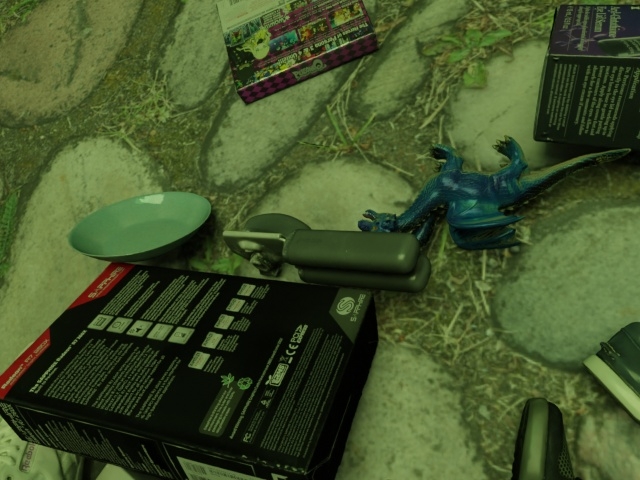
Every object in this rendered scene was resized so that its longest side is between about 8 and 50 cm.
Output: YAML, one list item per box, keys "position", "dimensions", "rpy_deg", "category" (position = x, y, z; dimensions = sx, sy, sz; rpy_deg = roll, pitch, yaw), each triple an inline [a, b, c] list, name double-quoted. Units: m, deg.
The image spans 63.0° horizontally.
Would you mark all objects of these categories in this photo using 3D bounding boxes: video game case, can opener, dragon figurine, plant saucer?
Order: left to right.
- position: [-0.248, -0.014, 0.735]
  dimensions: [0.195, 0.037, 0.195]
  rpy_deg: [-5, 29, 3]
  category: "plant saucer"
- position: [-0.045, -0.351, 0.846]
  dimensions: [0.232, 0.042, 0.210]
  rpy_deg: [-21, 63, 9]
  category: "video game case"
- position: [0.000, 0.000, 0.634]
  dimensions: [0.284, 0.076, 0.095]
  rpy_deg: [2, 55, 36]
  category: "can opener"
- position: [0.193, -0.038, 0.612]
  dimensions: [0.290, 0.085, 0.143]
  rpy_deg: [1, 69, 19]
  category: "dragon figurine"

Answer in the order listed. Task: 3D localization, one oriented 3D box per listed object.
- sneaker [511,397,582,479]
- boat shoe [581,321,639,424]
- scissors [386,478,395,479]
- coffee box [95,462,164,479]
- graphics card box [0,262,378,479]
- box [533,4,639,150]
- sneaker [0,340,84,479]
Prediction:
- position: [0.240, 0.262, 0.471]
  dimensions: [0.131, 0.087, 0.227]
  rpy_deg: [-2, 71, 15]
  category: "sneaker"
- position: [0.359, 0.183, 0.463]
  dimensions: [0.079, 0.095, 0.254]
  rpy_deg: [-45, 52, 9]
  category: "boat shoe"
- position: [0.182, 0.299, 0.424]
  dimensions: [0.297, 0.021, 0.108]
  rpy_deg: [12, 83, 23]
  category: "scissors"
- position: [-0.226, 0.405, 0.528]
  dimensions: [0.168, 0.119, 0.297]
  rpy_deg: [28, 73, 27]
  category: "coffee box"
- position: [-0.140, 0.140, 0.587]
  dimensions: [0.371, 0.094, 0.232]
  rpy_deg: [3, 37, 20]
  category: "graphics card box"
- position: [0.357, -0.182, 0.578]
  dimensions: [0.207, 0.108, 0.153]
  rpy_deg: [9, 44, 21]
  category: "box"
- position: [-0.352, 0.257, 0.628]
  dimensions: [0.114, 0.152, 0.304]
  rpy_deg: [-23, 61, 10]
  category: "sneaker"
